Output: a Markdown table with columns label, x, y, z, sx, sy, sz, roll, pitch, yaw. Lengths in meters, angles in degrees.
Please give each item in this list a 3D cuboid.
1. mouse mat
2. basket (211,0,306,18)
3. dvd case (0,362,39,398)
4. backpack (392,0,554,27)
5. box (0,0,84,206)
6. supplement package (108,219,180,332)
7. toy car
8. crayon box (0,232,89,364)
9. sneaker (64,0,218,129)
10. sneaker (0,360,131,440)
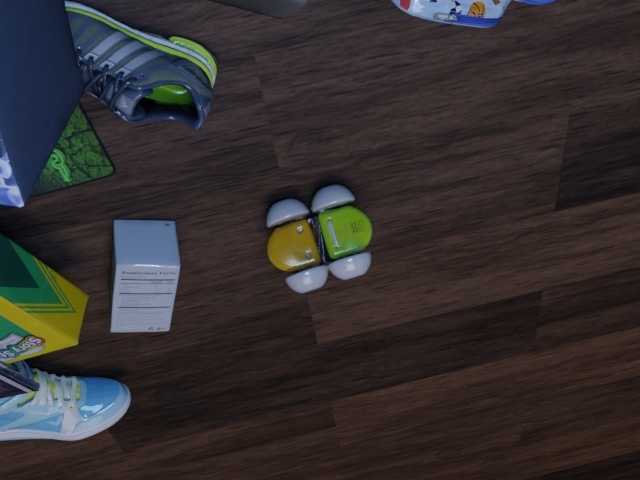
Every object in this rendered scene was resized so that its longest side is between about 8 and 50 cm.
| label | x | y | z | sx | sy | sz | roll | pitch | yaw |
| --- | --- | --- | --- | --- | --- | --- | --- | --- | --- |
| mouse mat | -0.404 | -0.142 | 1.174 | 0.152 | 0.007 | 0.190 | -16 | 138 | 1 |
| basket | -0.118 | -0.355 | 0.919 | 0.227 | 0.154 | 0.204 | 15 | 132 | -35 |
| dvd case | -0.617 | 0.238 | 1.350 | 0.221 | 0.018 | 0.164 | -13 | 146 | 18 |
| backpack | 0.179 | -0.369 | 0.918 | 0.263 | 0.276 | 0.213 | -2 | 143 | -24 |
| box | -0.483 | -0.227 | 0.811 | 0.395 | 0.212 | 0.293 | 7 | 139 | 2 |
| supplement package | -0.302 | 0.062 | 1.357 | 0.105 | 0.105 | 0.179 | 1 | 136 | -18 |
| toy car | 0.000 | 0.000 | 1.371 | 0.182 | 0.159 | 0.136 | -18 | 174 | 2 |
| crayon box | -0.612 | 0.095 | 1.253 | 0.363 | 0.106 | 0.313 | -16 | 142 | 21 |
| sneaker | -0.272 | -0.221 | 1.037 | 0.300 | 0.121 | 0.111 | 7 | 134 | -23 |
| sneaker | -0.532 | 0.287 | 1.525 | 0.319 | 0.127 | 0.208 | -7 | 140 | -11 |
